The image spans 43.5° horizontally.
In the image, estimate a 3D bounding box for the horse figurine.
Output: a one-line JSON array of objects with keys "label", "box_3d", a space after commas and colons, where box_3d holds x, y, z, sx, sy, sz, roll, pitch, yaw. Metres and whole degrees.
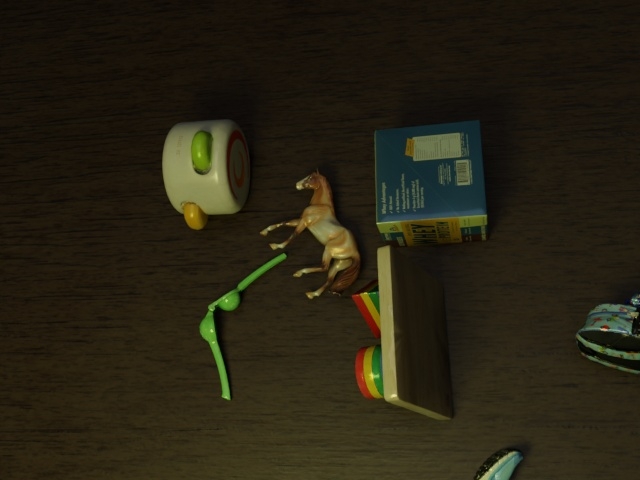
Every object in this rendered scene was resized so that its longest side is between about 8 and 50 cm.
[{"label": "horse figurine", "box_3d": [0.000, 0.000, 1.590, 0.174, 0.066, 0.263, -35, 64, -7]}]

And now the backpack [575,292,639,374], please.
[{"label": "backpack", "box_3d": [0.531, 0.160, 1.366, 0.173, 0.158, 0.116, 8, 63, 28]}]

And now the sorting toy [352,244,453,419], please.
[{"label": "sorting toy", "box_3d": [0.138, 0.171, 1.402, 0.089, 0.255, 0.257, -12, 66, 26]}]

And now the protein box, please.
[{"label": "protein box", "box_3d": [0.213, -0.106, 1.544, 0.201, 0.136, 0.199, -4, 69, 11]}]

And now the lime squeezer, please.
[{"label": "lime squeezer", "box_3d": [-0.172, 0.147, 1.583, 0.110, 0.059, 0.310, 16, 73, 19]}]

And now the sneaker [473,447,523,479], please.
[{"label": "sneaker", "box_3d": [0.297, 0.427, 1.374, 0.073, 0.063, 0.162, 38, 86, 5]}]

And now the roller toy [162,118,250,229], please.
[{"label": "roller toy", "box_3d": [-0.235, -0.146, 1.637, 0.146, 0.209, 0.191, -1, 30, 13]}]
